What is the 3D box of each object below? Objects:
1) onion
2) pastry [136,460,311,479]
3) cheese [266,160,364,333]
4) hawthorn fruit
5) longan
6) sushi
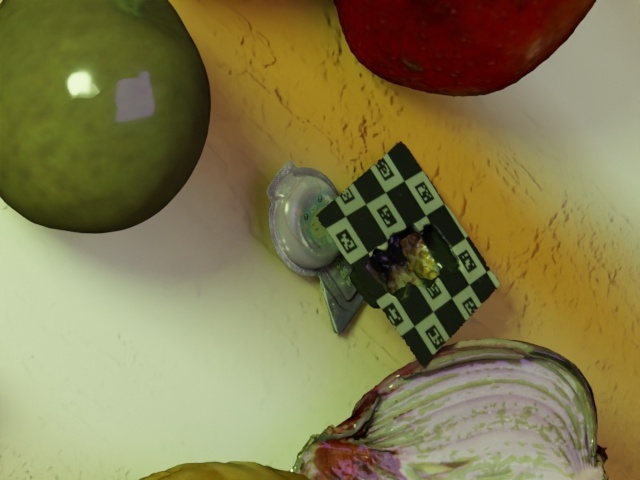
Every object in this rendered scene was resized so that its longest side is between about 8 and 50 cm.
[{"bbox_3d":[0.117,0.224,1.845,0.349,0.159,0.267,11,87,-17],"label":"onion"},{"bbox_3d":[-0.090,0.401,1.625,0.409,0.245,0.409,-1,91,-35],"label":"pastry"},{"bbox_3d":[0.000,0.000,1.823,0.105,0.042,0.191,-55,130,-28],"label":"cheese"},{"bbox_3d":[0.158,-0.279,1.786,0.265,0.307,0.265,6,79,-33],"label":"hawthorn fruit"},{"bbox_3d":[-0.201,-0.130,1.558,0.248,0.248,0.248,1,89,-37],"label":"longan"},{"bbox_3d":[0.078,0.020,1.853,0.192,0.050,0.215,55,36,-3],"label":"sushi"}]
